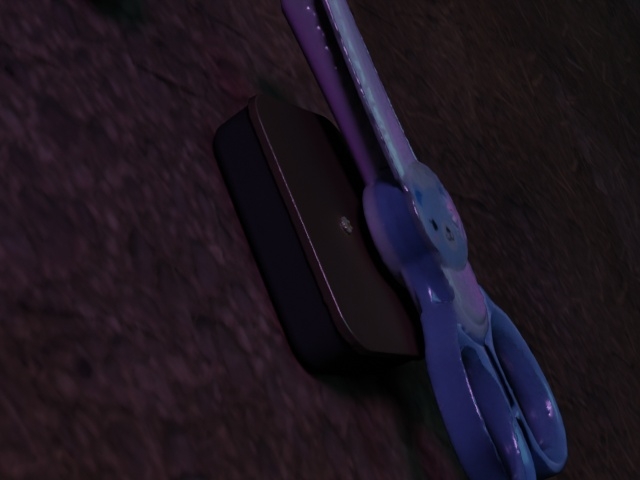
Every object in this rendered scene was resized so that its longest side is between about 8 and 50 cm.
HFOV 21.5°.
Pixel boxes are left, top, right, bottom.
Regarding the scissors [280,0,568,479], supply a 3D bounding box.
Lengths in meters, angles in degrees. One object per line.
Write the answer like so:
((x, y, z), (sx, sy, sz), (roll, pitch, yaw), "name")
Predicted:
((0.044, -0.003, 0.762), (0.256, 0.030, 0.125), (65, 20, 1), "scissors")

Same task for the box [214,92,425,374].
((0.000, 0.000, 0.747), (0.091, 0.031, 0.126), (10, 53, -63), "box")
